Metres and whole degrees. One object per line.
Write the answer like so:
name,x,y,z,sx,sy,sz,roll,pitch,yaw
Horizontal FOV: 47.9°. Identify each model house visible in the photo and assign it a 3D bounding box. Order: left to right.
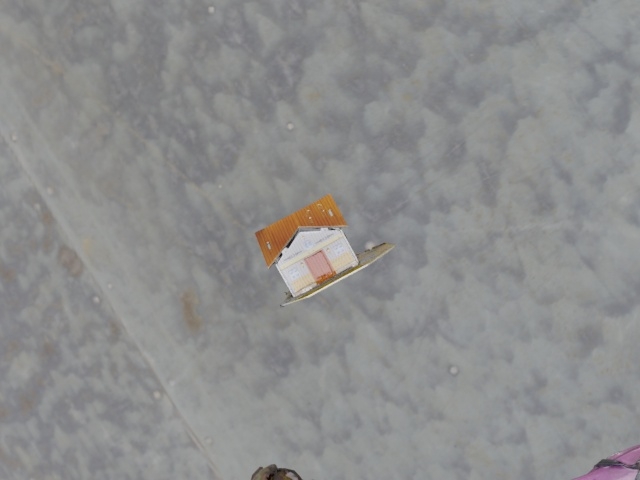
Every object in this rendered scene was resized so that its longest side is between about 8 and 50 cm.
model house,0.000,0.000,1.246,0.219,0.207,0.135,-29,93,3

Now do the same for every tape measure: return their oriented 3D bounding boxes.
tape measure,0.346,0.277,0.807,0.118,0.125,0.074,-34,50,11

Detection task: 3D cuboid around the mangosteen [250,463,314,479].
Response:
mangosteen,-0.071,0.467,0.722,0.381,0.381,0.421,-3,114,30
